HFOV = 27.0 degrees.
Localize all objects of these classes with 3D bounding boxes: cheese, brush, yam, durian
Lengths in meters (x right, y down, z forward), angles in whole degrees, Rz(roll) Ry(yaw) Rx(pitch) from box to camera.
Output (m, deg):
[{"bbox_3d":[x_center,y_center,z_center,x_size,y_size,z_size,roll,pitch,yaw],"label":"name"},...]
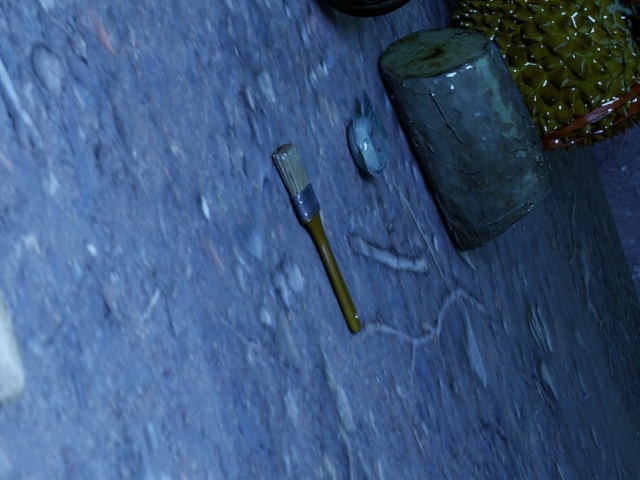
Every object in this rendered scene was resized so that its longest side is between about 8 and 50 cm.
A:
[{"bbox_3d":[0.048,-0.103,1.327,0.067,0.026,0.121,62,19,-25],"label":"cheese"},{"bbox_3d":[0.000,0.000,1.106,0.043,0.014,0.170,-52,122,-69],"label":"brush"},{"bbox_3d":[0.175,-0.117,1.531,0.154,0.154,0.254,-71,141,-63],"label":"yam"},{"bbox_3d":[0.356,-0.304,2.006,0.384,0.347,0.348,26,37,-19],"label":"durian"}]

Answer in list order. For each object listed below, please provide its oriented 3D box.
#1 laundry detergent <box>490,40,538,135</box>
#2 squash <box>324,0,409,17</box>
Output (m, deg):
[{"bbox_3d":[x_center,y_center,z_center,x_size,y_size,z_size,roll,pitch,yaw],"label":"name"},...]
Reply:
[{"bbox_3d":[0.244,-0.151,1.825,0.290,0.094,0.143,41,47,-56],"label":"laundry detergent"},{"bbox_3d":[0.041,-0.323,1.342,0.193,0.155,0.193,5,90,-78],"label":"squash"}]
